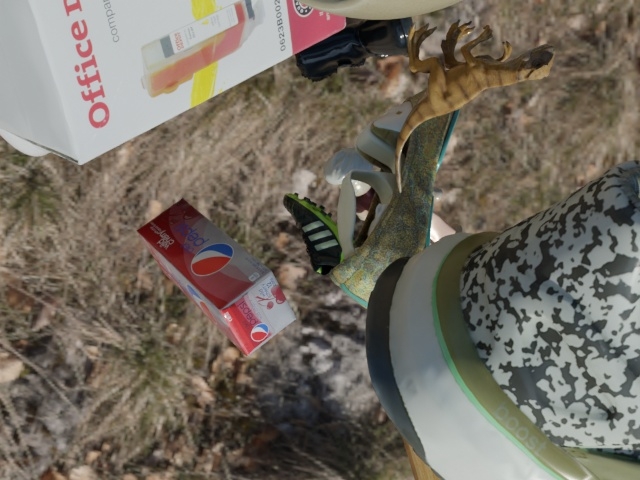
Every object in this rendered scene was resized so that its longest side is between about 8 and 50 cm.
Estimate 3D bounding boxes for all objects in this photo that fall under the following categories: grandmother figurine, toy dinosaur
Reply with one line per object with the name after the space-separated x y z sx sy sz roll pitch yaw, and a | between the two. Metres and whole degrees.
0.139 -0.070 1.764 0.342 0.207 0.104 34 47 -36 | grandmother figurine
0.111 -0.138 0.844 0.064 0.211 0.112 3 67 -40 | toy dinosaur

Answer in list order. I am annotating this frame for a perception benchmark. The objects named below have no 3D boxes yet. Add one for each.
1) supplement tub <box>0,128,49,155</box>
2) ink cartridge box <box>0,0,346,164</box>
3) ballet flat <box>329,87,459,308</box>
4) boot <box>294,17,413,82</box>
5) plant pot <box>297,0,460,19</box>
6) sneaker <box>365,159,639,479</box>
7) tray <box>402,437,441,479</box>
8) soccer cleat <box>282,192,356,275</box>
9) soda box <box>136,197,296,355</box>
-0.371 -0.299 1.414 0.228 0.316 0.228 58 4 -6 | supplement tub
-0.170 -0.289 0.945 0.384 0.160 0.279 -35 131 -33 | ink cartridge box
0.085 -0.075 1.078 0.123 0.123 0.349 52 42 -42 | ballet flat
0.055 -0.341 1.608 0.246 0.207 0.094 -100 175 -83 | boot
0.037 -0.289 0.733 0.191 0.284 0.284 -52 132 -35 | plant pot
0.228 0.100 0.432 0.410 0.182 0.158 28 49 -14 | sneaker
0.218 0.298 1.332 0.202 0.076 0.411 -37 120 -38 | tray
0.000 0.000 1.235 0.072 0.179 0.060 -54 148 9 | soccer cleat
-0.143 0.041 1.220 0.083 0.263 0.092 -37 128 -15 | soda box
